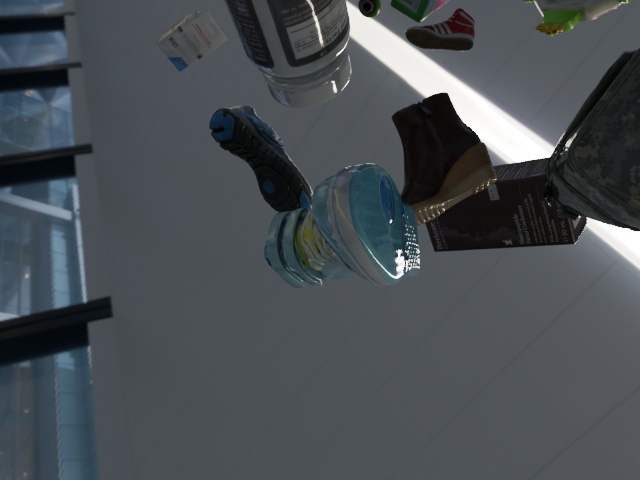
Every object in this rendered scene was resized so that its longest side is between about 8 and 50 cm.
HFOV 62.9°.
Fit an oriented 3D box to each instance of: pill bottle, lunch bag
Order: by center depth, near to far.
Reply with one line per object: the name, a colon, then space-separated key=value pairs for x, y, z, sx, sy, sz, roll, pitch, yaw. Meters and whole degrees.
lunch bag: x=0.528 y=-0.168 z=0.870 sx=0.212 sy=0.256 sz=0.305 roll=36 pitch=-84 yaw=11
pill bottle: x=-0.060 y=-0.418 z=0.902 sx=0.204 sy=0.361 sz=0.204 roll=-6 pitch=-123 yaw=10

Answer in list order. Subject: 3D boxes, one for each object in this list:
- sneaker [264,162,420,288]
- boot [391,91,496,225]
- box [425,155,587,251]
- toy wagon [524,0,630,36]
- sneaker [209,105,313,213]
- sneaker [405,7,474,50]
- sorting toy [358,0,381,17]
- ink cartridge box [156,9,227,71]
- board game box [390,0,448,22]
sneaker: x=0.000 y=0.000 z=0.634 sx=0.208 sy=0.319 sz=0.127 roll=-5 pitch=-102 yaw=18
boot: x=0.180 y=-0.146 z=0.983 sx=0.248 sy=0.090 sz=0.207 roll=-27 pitch=-109 yaw=0
box: x=0.464 y=-0.090 z=1.368 sx=0.381 sy=0.143 sz=0.191 roll=-5 pitch=-64 yaw=43
toy wagon: x=0.653 y=-0.640 z=1.319 sx=0.267 sy=0.068 sz=0.344 roll=25 pitch=-101 yaw=43
sneaker: x=-0.117 y=-0.206 z=1.308 sx=0.125 sy=0.139 sz=0.341 roll=-36 pitch=-86 yaw=35
sneaker: x=0.212 y=-0.373 z=0.918 sx=0.118 sy=0.042 sz=0.067 roll=11 pitch=-110 yaw=8
sorting toy: x=0.096 y=-0.529 z=1.121 sx=0.061 sy=0.042 sz=0.102 roll=9 pitch=-56 yaw=19
ink cartridge box: x=-0.171 y=-0.273 z=0.705 sx=0.083 sy=0.048 sz=0.028 roll=-26 pitch=-138 yaw=16
board game box: x=0.261 y=-0.542 z=0.875 sx=0.064 sy=0.316 sz=0.242 roll=39 pitch=-31 yaw=12
